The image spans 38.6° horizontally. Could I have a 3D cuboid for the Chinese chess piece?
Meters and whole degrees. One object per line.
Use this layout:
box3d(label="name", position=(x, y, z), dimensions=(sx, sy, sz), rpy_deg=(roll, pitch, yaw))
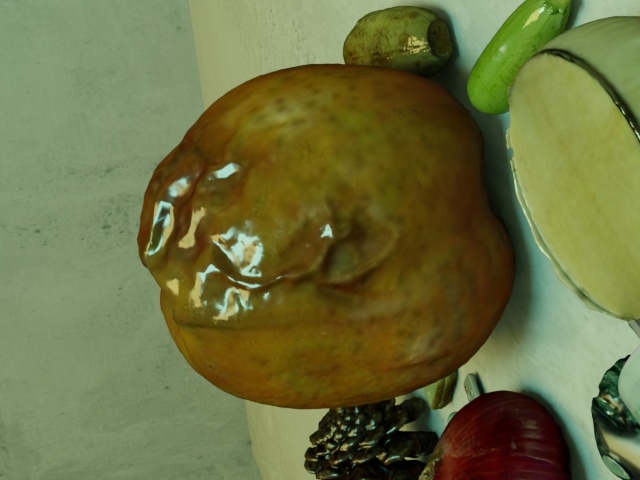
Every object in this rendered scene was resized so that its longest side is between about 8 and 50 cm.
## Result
box3d(label="Chinese chess piece", position=(0.258, -0.058, 0.769), dimensions=(0.257, 0.104, 0.257), rpy_deg=(160, 90, -78))

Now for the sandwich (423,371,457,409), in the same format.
box3d(label="sandwich", position=(0.181, 0.205, 1.447), dimensions=(0.104, 0.036, 0.093), rpy_deg=(97, 155, -51))

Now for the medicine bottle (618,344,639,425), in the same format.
box3d(label="medicine bottle", position=(0.345, 0.180, 0.661), dimensions=(0.133, 0.134, 0.274), rpy_deg=(92, 158, -44))

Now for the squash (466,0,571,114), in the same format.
box3d(label="squash", position=(0.208, -0.195, 0.960), dimensions=(0.201, 0.066, 0.066), rpy_deg=(121, 134, -65))

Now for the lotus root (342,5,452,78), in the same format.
box3d(label="lotus root", position=(0.096, -0.262, 1.244), dimensions=(0.258, 0.097, 0.110), rpy_deg=(-167, 67, -69))

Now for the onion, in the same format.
box3d(label="onion", position=(0.212, 0.310, 1.141), dimensions=(0.248, 0.161, 0.248), rpy_deg=(-32, 47, 44))

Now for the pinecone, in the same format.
box3d(label="pinecone", position=(0.099, 0.393, 1.587), dimensions=(0.309, 0.244, 0.244), rpy_deg=(66, 170, -22))

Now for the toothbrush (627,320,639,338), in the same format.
box3d(label="toothbrush", position=(0.313, 0.081, 0.902), dimensions=(0.014, 0.017, 0.194), rpy_deg=(92, 159, -53))

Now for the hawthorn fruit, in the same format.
box3d(label="hawthorn fruit", position=(0.000, 0.000, 1.154), dimensions=(0.472, 0.472, 0.471), rpy_deg=(166, 90, -75))

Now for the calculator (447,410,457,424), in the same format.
box3d(label="calculator", position=(0.223, 0.312, 1.394), dimensions=(0.153, 0.021, 0.095), rpy_deg=(-146, 39, -74))

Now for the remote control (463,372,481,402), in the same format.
box3d(label="remote control", position=(0.245, 0.280, 1.310), dimensions=(0.050, 0.027, 0.184), rpy_deg=(92, 163, -61))

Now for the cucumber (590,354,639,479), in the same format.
box3d(label="cucumber", position=(0.326, 0.212, 0.848), dimensions=(0.193, 0.086, 0.115), rpy_deg=(44, 150, 47))
